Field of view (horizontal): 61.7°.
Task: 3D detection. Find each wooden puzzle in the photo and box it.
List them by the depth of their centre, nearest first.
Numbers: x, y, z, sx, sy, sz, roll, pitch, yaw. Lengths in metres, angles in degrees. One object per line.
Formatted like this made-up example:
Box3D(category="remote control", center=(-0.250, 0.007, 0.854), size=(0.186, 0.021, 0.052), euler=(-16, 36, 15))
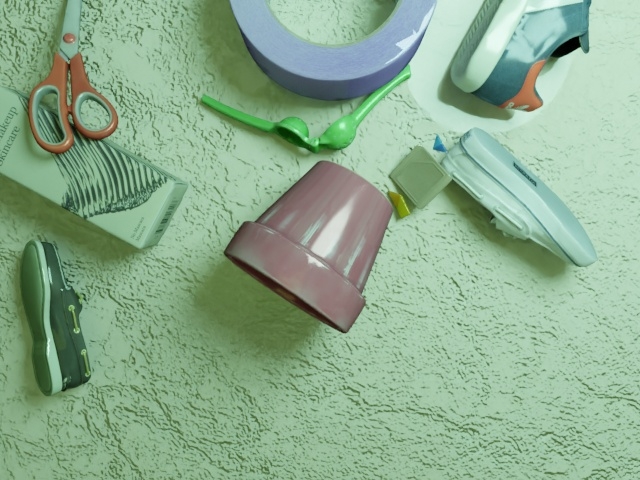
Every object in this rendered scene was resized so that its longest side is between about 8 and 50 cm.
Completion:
Box3D(category="wooden puzzle", center=(0.146, -0.092, 0.785), size=(0.116, 0.014, 0.079), euler=(-40, 76, 28))

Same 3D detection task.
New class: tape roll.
Box3D(category="tape roll", center=(0.017, -0.336, 0.721), size=(0.274, 0.090, 0.275), euler=(0, 88, 0))

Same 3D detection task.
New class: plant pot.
Box3D(category="plant pot", center=(0.000, 0.000, 0.733), size=(0.201, 0.201, 0.180), euler=(35, 79, -3))

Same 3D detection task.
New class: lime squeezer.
Box3D(category="lime squeezer", center=(-0.016, -0.181, 0.773), size=(0.310, 0.059, 0.110), euler=(-8, 96, 2))

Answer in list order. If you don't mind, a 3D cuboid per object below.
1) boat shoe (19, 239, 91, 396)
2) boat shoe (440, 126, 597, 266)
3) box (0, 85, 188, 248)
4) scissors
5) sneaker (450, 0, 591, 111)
Box3D(category="boat shoe", center=(-0.393, 0.110, 0.800), size=(0.081, 0.068, 0.228), euler=(-5, 92, 41))
Box3D(category="boat shoe", center=(0.285, -0.049, 0.778), size=(0.258, 0.095, 0.084), euler=(46, 125, 3))
Box3D(category="box", center=(-0.339, -0.101, 0.762), size=(0.275, 0.094, 0.113), euler=(28, 94, -3))
Box3D(category="scissors", center=(-0.353, -0.258, 0.728), size=(0.108, 0.021, 0.298), euler=(-13, 78, -14))
Box3D(category="sneaker", center=(0.323, -0.340, 0.729), size=(0.148, 0.131, 0.350), euler=(27, 101, -9))
